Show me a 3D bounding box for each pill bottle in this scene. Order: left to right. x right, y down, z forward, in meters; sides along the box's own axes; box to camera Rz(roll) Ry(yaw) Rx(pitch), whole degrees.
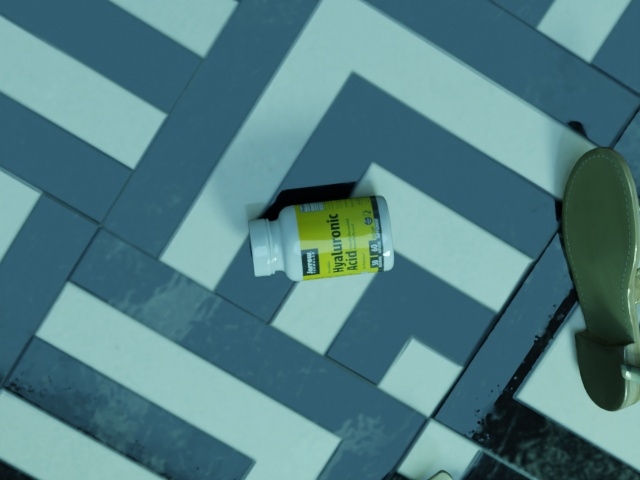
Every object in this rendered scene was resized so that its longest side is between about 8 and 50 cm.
[{"bbox_3d":[0.000,0.000,1.520,0.116,0.065,0.065,-7,104,-2],"label":"pill bottle"}]

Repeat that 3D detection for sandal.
[{"bbox_3d":[0.264,0.024,1.556,0.079,0.088,0.240,-18,115,-32],"label":"sandal"}]

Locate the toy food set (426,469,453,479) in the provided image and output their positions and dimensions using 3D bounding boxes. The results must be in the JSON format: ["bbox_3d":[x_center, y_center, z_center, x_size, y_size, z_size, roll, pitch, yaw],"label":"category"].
[{"bbox_3d":[0.125,0.290,1.619,0.132,0.038,0.192,-39,109,12],"label":"toy food set"}]

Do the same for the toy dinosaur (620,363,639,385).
[{"bbox_3d":[0.386,0.128,1.572,0.268,0.064,0.118,-14,94,-16],"label":"toy dinosaur"}]
